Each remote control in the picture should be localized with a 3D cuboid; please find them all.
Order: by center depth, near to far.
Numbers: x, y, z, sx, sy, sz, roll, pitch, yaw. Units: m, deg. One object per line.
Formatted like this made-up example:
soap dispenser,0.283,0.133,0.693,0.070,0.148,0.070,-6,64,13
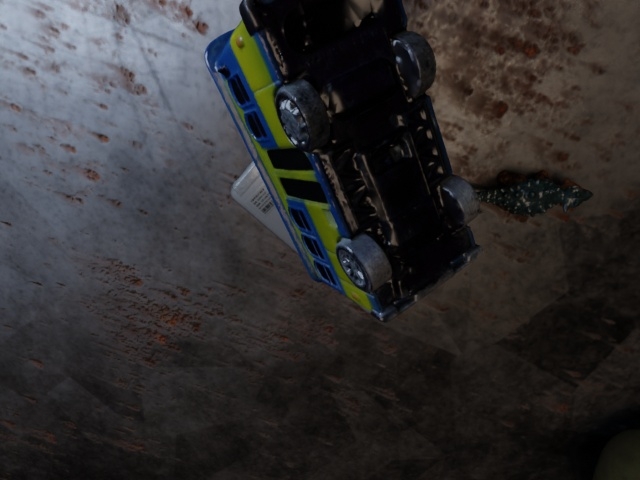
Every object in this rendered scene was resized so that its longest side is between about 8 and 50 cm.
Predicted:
remote control,0.000,0.000,0.535,0.261,0.029,0.067,41,110,-16

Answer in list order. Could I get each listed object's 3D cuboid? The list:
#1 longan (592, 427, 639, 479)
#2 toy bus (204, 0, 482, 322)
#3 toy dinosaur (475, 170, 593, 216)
longan,0.494,0.383,0.580,0.197,0.196,0.220,-1,118,5
toy bus,0.024,-0.086,0.399,0.138,0.175,0.287,-31,112,-17
toy dinosaur,0.231,-0.051,0.476,0.154,0.055,0.049,-3,118,3
